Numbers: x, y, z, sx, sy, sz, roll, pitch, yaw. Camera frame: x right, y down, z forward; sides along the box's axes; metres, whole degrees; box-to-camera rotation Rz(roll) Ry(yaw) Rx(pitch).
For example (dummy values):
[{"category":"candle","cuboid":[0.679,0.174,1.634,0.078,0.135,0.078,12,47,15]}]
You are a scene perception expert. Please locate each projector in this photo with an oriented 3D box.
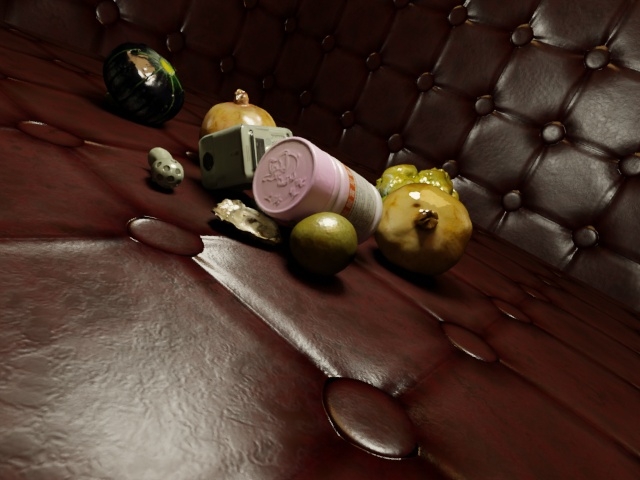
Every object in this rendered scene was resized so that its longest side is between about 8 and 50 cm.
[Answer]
[{"category":"projector","cuboid":[-0.208,-0.219,1.218,0.177,0.164,0.242,-6,4,-44]}]

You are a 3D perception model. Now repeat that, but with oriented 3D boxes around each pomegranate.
[{"category":"pomegranate","cuboid":[0.298,-0.037,1.335,0.307,0.307,0.307,23,17,-7]},{"category":"pomegranate","cuboid":[-0.262,-0.344,1.443,0.251,0.271,0.229,21,24,11]}]

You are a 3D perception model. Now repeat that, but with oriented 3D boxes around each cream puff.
[{"category":"cream puff","cuboid":[0.413,-0.198,1.872,0.378,0.276,0.378,33,-1,0]}]

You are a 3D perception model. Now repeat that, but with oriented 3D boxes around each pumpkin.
[{"category":"pumpkin","cuboid":[-0.653,-0.542,1.604,0.295,0.296,0.296,23,17,-7]}]

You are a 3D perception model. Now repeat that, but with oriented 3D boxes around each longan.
[{"category":"longan","cuboid":[0.000,0.000,0.993,0.176,0.145,0.155,36,-8,24]}]

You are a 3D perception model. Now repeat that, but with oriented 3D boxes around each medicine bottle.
[{"category":"medicine bottle","cuboid":[0.003,-0.112,1.149,0.202,0.202,0.315,39,10,37]}]

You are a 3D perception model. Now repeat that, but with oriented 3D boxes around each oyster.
[{"category":"oyster","cuboid":[-0.166,-0.037,1.028,0.177,0.056,0.105,22,24,-9]}]

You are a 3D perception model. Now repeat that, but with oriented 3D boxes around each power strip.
[{"category":"power strip","cuboid":[-0.165,-0.094,1.263,0.040,0.016,0.090,10,22,-43]}]

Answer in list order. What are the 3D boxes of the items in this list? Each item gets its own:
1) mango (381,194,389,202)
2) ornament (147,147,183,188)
[{"category":"mango","cuboid":[0.283,-0.104,1.596,0.175,0.143,0.293,-3,-9,-13]},{"category":"ornament","cuboid":[-0.386,-0.175,1.105,0.156,0.081,0.075,45,-11,51]}]
